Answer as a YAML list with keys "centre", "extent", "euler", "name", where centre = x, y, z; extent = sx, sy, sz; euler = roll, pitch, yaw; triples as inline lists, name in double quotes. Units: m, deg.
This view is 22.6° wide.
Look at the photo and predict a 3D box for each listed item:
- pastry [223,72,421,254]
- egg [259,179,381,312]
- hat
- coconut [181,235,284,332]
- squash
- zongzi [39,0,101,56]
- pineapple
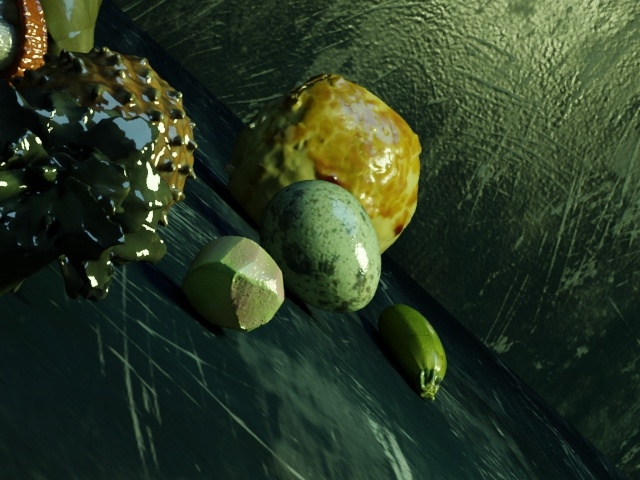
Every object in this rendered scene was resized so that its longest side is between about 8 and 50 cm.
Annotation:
- centre: [0.001, -0.077, 2.126]
  extent: [0.256, 0.237, 0.170]
  euler: [46, 33, -2]
  name: "pastry"
- centre: [0.003, 0.009, 1.861]
  extent: [0.172, 0.132, 0.132]
  euler: [57, 10, 21]
  name: "egg"
- centre: [-0.319, -0.191, 1.370]
  extent: [0.112, 0.094, 0.162]
  euler: [35, 18, 32]
  name: "hat"
- centre: [-0.071, 0.038, 1.346]
  extent: [0.083, 0.082, 0.081]
  euler: [5, 26, 15]
  name: "coconut"
- centre: [0.124, 0.137, 2.121]
  extent: [0.066, 0.066, 0.252]
  euler: [42, 5, -19]
  name: "squash"
- centre: [-0.239, -0.266, 1.676]
  extent: [0.289, 0.260, 0.123]
  euler: [47, -31, 8]
  name: "zongzi"
- centre: [-0.167, -0.043, 1.011]
  extent: [0.170, 0.141, 0.310]
  euler: [44, 12, -9]
  name: "pineapple"
